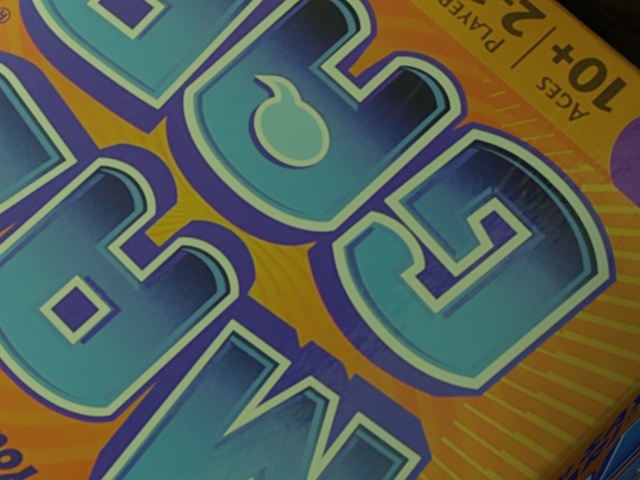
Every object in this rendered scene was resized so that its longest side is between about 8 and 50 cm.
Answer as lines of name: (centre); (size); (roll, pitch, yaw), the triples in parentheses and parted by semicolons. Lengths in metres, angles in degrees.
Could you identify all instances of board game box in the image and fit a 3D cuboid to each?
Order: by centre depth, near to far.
board game box: (-0.033, 0.052, 0.855); (0.356, 0.356, 0.356); (43, 168, 17)
